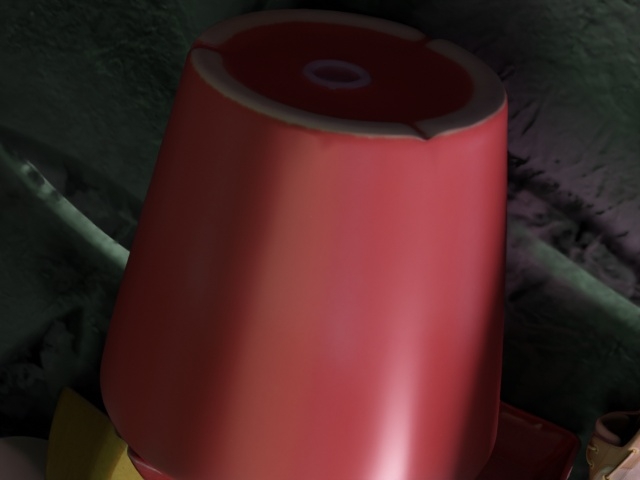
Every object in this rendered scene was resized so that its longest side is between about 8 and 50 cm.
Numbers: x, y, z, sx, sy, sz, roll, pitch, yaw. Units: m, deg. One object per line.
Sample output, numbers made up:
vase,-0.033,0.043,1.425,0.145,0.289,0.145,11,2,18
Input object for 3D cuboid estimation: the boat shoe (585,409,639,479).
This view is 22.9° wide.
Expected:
boat shoe,0.218,0.143,1.111,0.059,0.063,0.170,41,121,-1

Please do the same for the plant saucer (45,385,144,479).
plant saucer,-0.092,0.267,1.212,0.333,0.081,0.333,47,169,-10

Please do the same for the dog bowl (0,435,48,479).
dog bowl,-0.257,0.302,1.323,0.104,0.265,0.265,-33,104,37

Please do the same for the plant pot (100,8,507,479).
plant pot,0.000,0.000,1.003,0.275,0.275,0.243,17,119,16

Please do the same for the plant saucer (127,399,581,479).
plant saucer,0.029,0.156,1.077,0.258,0.259,0.047,23,115,11
